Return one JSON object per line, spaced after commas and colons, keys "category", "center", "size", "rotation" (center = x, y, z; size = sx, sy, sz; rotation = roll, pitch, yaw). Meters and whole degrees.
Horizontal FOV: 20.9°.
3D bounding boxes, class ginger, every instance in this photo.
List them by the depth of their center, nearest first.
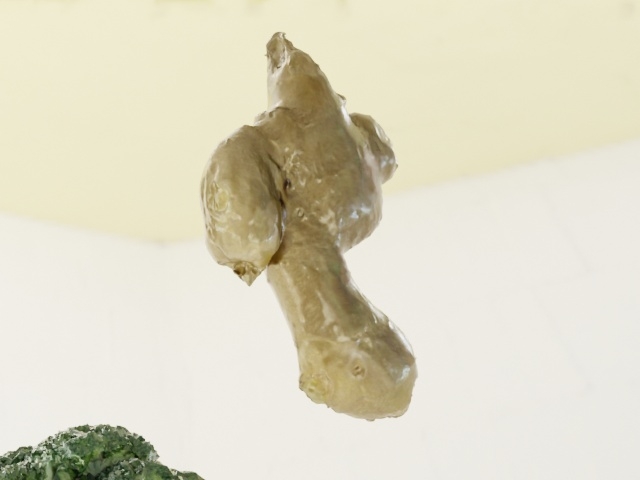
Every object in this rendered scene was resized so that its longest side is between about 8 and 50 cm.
{"category": "ginger", "center": [0.008, 0.001, 0.966], "size": [0.059, 0.214, 0.133], "rotation": [-11, -150, 47]}

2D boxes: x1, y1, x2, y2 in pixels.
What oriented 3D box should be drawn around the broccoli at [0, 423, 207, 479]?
{"category": "broccoli", "center": [-0.157, 0.264, 1.207], "size": [0.270, 0.270, 0.270], "rotation": [-7, -139, -18]}
